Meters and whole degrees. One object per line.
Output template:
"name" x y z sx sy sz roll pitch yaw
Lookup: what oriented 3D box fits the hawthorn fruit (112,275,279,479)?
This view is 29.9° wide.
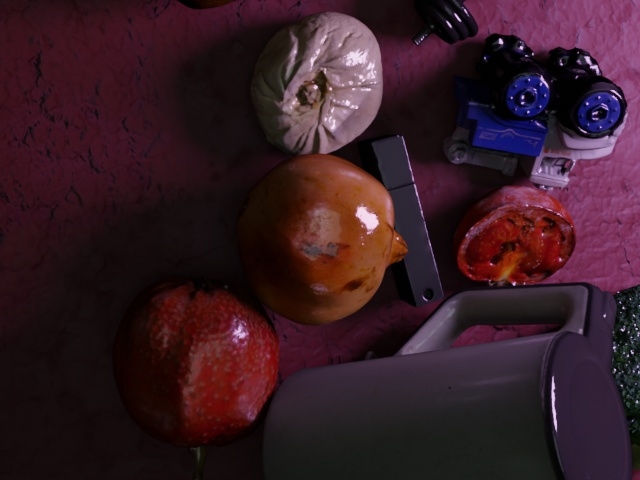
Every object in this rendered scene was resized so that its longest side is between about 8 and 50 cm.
"hawthorn fruit" -0.153 0.172 1.476 0.205 0.205 0.253 5 96 -7

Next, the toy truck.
"toy truck" 0.273 -0.152 1.524 0.213 0.161 0.177 10 114 -8

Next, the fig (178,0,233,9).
"fig" -0.080 -0.368 1.450 0.290 0.190 0.191 5 95 -24

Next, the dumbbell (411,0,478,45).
"dumbbell" 0.192 -0.323 1.511 0.208 0.099 0.099 -45 98 -1

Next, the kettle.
"kettle" 0.166 0.207 1.436 0.376 0.361 0.250 -15 126 33

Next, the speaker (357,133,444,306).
"speaker" 0.104 -0.027 1.538 0.044 0.082 0.218 -17 97 -9

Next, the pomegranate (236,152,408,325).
"pomegranate" -0.006 -0.003 1.471 0.209 0.209 0.209 -1 96 -6

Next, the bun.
"bun" -0.002 -0.196 1.497 0.188 0.111 0.164 -39 101 -5

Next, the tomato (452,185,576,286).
"tomato" 0.245 -0.014 1.548 0.159 0.091 0.139 7 128 -13

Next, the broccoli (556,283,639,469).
"broccoli" 0.418 0.183 1.548 0.254 0.269 0.269 19 95 35
